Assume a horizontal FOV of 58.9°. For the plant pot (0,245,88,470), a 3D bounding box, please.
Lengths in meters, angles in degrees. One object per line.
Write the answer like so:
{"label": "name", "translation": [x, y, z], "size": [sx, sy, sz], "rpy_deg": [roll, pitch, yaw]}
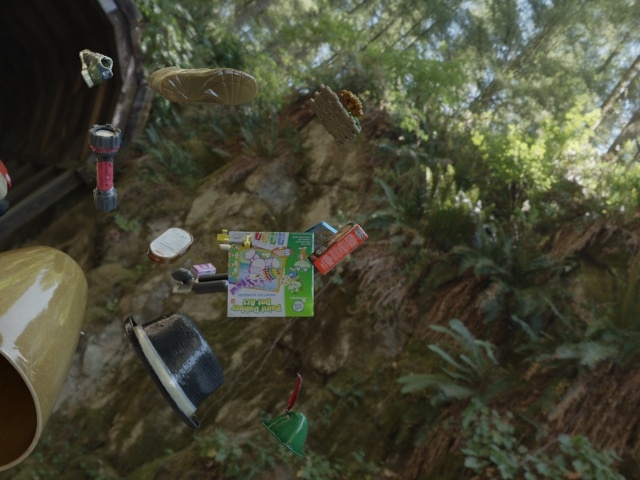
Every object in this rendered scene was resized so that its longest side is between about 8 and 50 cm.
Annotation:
{"label": "plant pot", "translation": [-0.409, 0.114, 0.725], "size": [0.237, 0.254, 0.237], "rpy_deg": [2, -63, 4]}

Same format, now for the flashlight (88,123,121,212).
{"label": "flashlight", "translation": [-0.728, -0.237, 1.919], "size": [0.103, 0.103, 0.304], "rpy_deg": [24, -55, 15]}

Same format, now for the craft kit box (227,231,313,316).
{"label": "craft kit box", "translation": [-0.145, 0.098, 1.646], "size": [0.061, 0.250, 0.246], "rpy_deg": [174, -84, -82]}

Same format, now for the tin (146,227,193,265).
{"label": "tin", "translation": [-0.513, 0.017, 1.937], "size": [0.106, 0.189, 0.040], "rpy_deg": [26, -55, 8]}

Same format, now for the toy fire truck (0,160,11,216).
{"label": "toy fire truck", "translation": [-0.693, -0.120, 1.051], "size": [0.158, 0.217, 0.246], "rpy_deg": [80, -13, -49]}

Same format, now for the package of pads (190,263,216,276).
{"label": "package of pads", "translation": [-0.450, 0.114, 2.180], "size": [0.050, 0.083, 0.032], "rpy_deg": [37, -60, 38]}

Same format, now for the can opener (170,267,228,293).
{"label": "can opener", "translation": [-0.422, 0.145, 1.986], "size": [0.280, 0.074, 0.093], "rpy_deg": [-3, -50, 32]}

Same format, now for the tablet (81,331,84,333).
{"label": "tablet", "translation": [-0.710, 0.246, 1.588], "size": [0.054, 0.006, 0.083], "rpy_deg": [2, -25, 29]}

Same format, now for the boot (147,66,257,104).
{"label": "boot", "translation": [-0.323, -0.424, 1.544], "size": [0.203, 0.262, 0.095], "rpy_deg": [33, -51, 56]}

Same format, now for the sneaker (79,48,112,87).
{"label": "sneaker", "translation": [-0.655, -0.517, 1.675], "size": [0.192, 0.086, 0.064], "rpy_deg": [-117, -173, -45]}

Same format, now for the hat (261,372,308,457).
{"label": "hat", "translation": [-0.058, 0.522, 1.697], "size": [0.173, 0.183, 0.208], "rpy_deg": [38, -10, 6]}

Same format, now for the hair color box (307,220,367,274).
{"label": "hair color box", "translation": [0.040, 0.017, 1.368], "size": [0.043, 0.141, 0.072], "rpy_deg": [52, -6, -16]}

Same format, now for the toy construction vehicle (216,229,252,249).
{"label": "toy construction vehicle", "translation": [-0.203, -0.004, 1.341], "size": [0.086, 0.035, 0.098], "rpy_deg": [7, 15, -4]}

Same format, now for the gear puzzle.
{"label": "gear puzzle", "translation": [0.058, -0.373, 1.625], "size": [0.175, 0.044, 0.339], "rpy_deg": [53, -9, -7]}

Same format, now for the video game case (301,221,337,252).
{"label": "video game case", "translation": [0.000, 0.000, 1.904], "size": [0.119, 0.015, 0.166], "rpy_deg": [34, -38, -24]}

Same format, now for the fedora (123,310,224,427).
{"label": "fedora", "translation": [-0.353, 0.303, 1.445], "size": [0.334, 0.152, 0.334], "rpy_deg": [51, -16, 20]}
